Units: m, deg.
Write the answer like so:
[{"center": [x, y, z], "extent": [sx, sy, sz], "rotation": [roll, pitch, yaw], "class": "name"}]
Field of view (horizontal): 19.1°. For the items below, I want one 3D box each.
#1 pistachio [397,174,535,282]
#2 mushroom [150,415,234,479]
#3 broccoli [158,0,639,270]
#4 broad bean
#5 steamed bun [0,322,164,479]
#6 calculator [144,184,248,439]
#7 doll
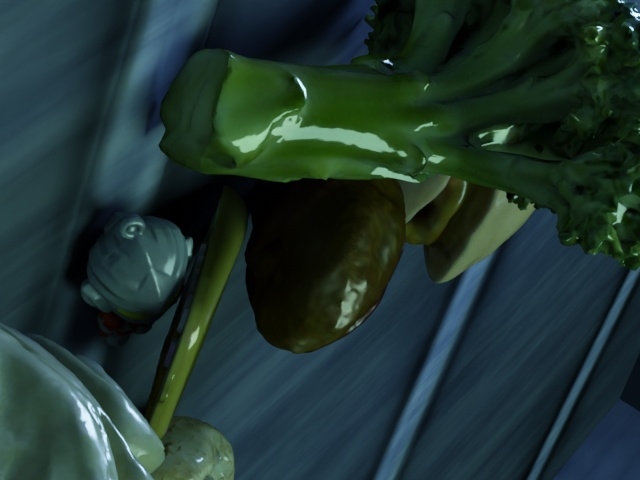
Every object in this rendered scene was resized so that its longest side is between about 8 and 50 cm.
[{"center": [0.140, -0.114, 1.762], "extent": [0.299, 0.187, 0.187], "rotation": [-57, 163, 17], "class": "pistachio"}, {"center": [-0.136, 0.226, 1.693], "extent": [0.148, 0.112, 0.148], "rotation": [-59, 166, -24], "class": "mushroom"}, {"center": [0.075, -0.127, 1.491], "extent": [0.353, 0.397, 0.275], "rotation": [-110, -160, -81], "class": "broccoli"}, {"center": [-0.004, -0.001, 1.563], "extent": [0.156, 0.122, 0.228], "rotation": [-30, -154, 27], "class": "broad bean"}, {"center": [-0.202, 0.164, 1.097], "extent": [0.237, 0.346, 0.394], "rotation": [-61, 143, -40], "class": "steamed bun"}, {"center": [-0.099, 0.061, 1.490], "extent": [0.236, 0.033, 0.157], "rotation": [-76, -172, -60], "class": "calculator"}, {"center": [-0.139, 0.031, 1.431], "extent": [0.094, 0.079, 0.180], "rotation": [-24, 158, -18], "class": "doll"}]
